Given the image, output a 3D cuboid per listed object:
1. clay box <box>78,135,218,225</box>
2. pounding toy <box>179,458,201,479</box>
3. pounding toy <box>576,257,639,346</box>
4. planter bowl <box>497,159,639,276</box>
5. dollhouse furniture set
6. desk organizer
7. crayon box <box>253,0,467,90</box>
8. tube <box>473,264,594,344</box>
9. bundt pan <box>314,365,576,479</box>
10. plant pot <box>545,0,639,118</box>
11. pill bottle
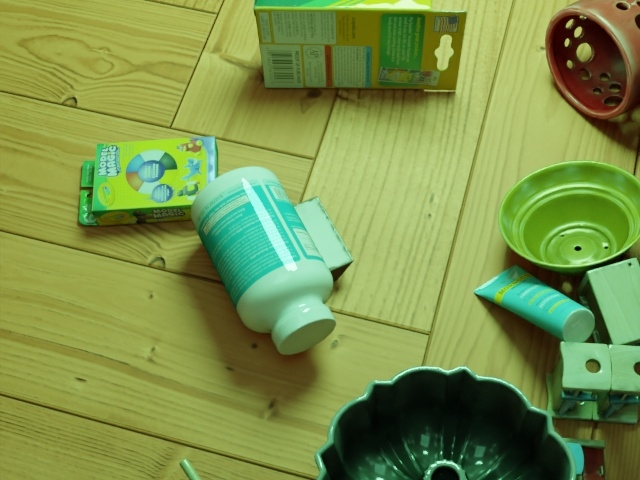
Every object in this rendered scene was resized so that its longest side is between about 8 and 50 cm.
[{"bbox_3d":[-0.273,-0.093,1.577,0.222,0.053,0.127,-4,61,0],"label":"clay box"},{"bbox_3d":[-0.195,0.381,1.298,0.206,0.094,0.181,8,63,6],"label":"pounding toy"},{"bbox_3d":[0.430,0.090,1.416,0.100,0.141,0.130,-15,71,1],"label":"pounding toy"},{"bbox_3d":[0.375,-0.013,1.471,0.217,0.090,0.217,-10,44,10],"label":"planter bowl"},{"bbox_3d":[0.376,0.247,1.325,0.129,0.129,0.183,3,61,4],"label":"dollhouse furniture set"},{"bbox_3d":[0.000,0.000,1.520,0.050,0.047,0.130,-23,64,-12],"label":"desk organizer"},{"bbox_3d":[0.064,-0.333,1.606,0.323,0.203,0.083,2,62,3],"label":"crayon box"},{"bbox_3d":[0.303,0.086,1.414,0.080,0.052,0.207,-26,25,-15],"label":"tube"},{"bbox_3d":[0.155,0.330,1.277,0.331,0.124,0.331,-1,52,2],"label":"bundt pan"},{"bbox_3d":[0.481,-0.313,1.590,0.174,0.191,0.191,-31,65,-22],"label":"plant pot"},{"bbox_3d":[-0.076,0.032,1.450,0.146,0.146,0.264,-24,63,-10],"label":"pill bottle"}]
